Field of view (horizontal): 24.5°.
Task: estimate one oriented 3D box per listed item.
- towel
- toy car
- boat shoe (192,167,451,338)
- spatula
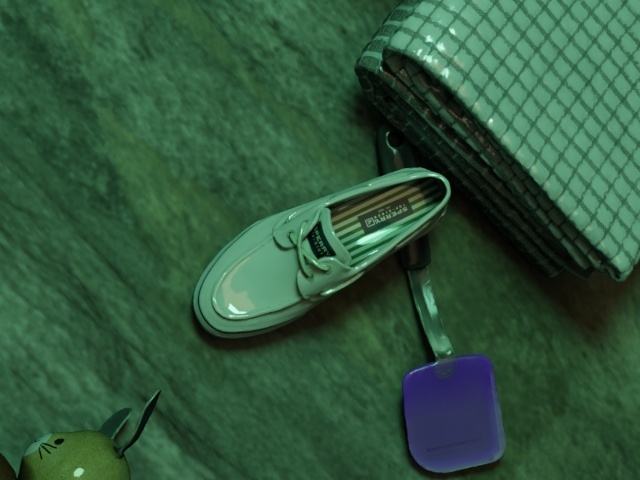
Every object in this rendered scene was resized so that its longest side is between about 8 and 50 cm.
[{"bbox_3d":[0.191,-0.130,1.226,0.283,0.121,0.235,45,64,-14],"label":"towel"},{"bbox_3d":[-0.196,0.168,1.052,0.188,0.155,0.149,-41,97,-28],"label":"toy car"},{"bbox_3d":[0.000,0.000,1.155,0.226,0.076,0.083,-33,87,-10],"label":"boat shoe"},{"bbox_3d":[0.086,0.044,1.215,0.084,0.030,0.297,-12,84,-14],"label":"spatula"}]
